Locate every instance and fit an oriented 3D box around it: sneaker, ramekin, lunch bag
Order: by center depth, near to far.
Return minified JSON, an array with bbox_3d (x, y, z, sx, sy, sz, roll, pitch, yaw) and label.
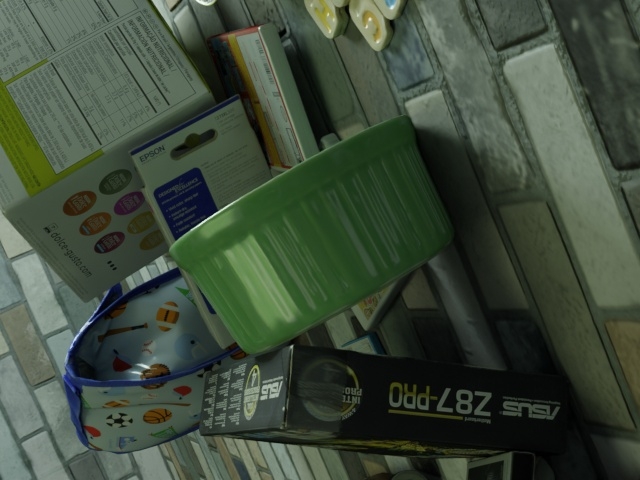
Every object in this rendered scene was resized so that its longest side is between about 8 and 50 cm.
[{"bbox_3d":[0.000,0.000,1.147,0.148,0.303,0.303,61,158,0],"label":"ramekin"},{"bbox_3d":[0.242,0.289,1.252,0.065,0.061,0.158,41,163,-14],"label":"sneaker"},{"bbox_3d":[-0.272,0.210,1.855,0.239,0.385,0.328,54,157,23],"label":"lunch bag"}]

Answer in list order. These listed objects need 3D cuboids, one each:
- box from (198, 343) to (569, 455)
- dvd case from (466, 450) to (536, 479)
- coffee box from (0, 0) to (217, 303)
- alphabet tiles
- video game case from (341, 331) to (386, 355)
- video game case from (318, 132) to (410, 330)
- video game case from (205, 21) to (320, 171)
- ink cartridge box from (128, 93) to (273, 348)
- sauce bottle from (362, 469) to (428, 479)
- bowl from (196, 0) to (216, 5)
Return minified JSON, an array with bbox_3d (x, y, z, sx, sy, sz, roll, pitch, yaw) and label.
[{"bbox_3d":[0.053,0.199,1.223,0.395,0.318,0.097,150,129,-67],"label":"box"},{"bbox_3d":[0.184,0.323,1.114,0.239,0.029,0.179,103,174,-75],"label":"dvd case"},{"bbox_3d":[-0.348,-0.176,1.601,0.338,0.334,0.338,55,172,24],"label":"coffee box"},{"bbox_3d":[0.009,-0.351,1.119,0.278,0.021,0.284,57,156,17],"label":"alphabet tiles"},{"bbox_3d":[0.092,0.221,1.544,0.166,0.015,0.119,63,157,4],"label":"video game case"},{"bbox_3d":[0.041,-0.005,1.405,0.206,0.026,0.227,57,157,17],"label":"video game case"},{"bbox_3d":[-0.082,-0.194,1.441,0.285,0.025,0.204,20,131,68],"label":"video game case"},{"bbox_3d":[-0.141,-0.026,1.519,0.069,0.175,0.371,43,158,51],"label":"ink cartridge box"},{"bbox_3d":[0.091,0.427,1.641,0.111,0.111,0.344,58,156,15],"label":"sauce bottle"},{"bbox_3d":[-0.137,-0.392,1.320,0.170,0.080,0.170,48,152,36],"label":"bowl"}]
